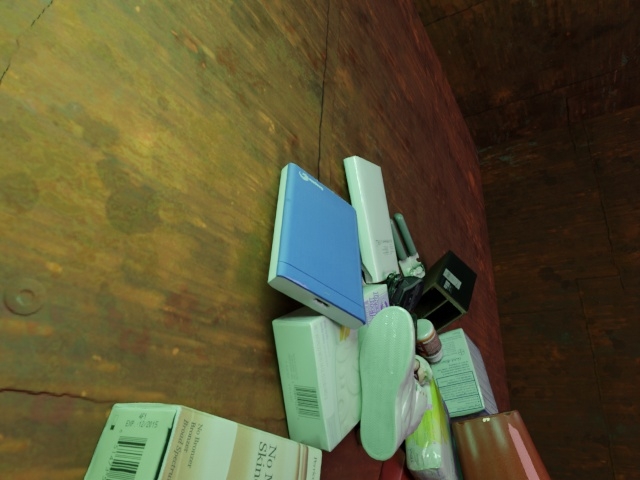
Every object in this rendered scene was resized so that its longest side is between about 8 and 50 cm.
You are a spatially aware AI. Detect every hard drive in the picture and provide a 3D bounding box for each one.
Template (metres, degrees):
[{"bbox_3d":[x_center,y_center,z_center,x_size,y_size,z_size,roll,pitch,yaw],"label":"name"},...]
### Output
[{"bbox_3d":[0.000,0.000,0.816,0.210,0.040,0.318,33,37,-28],"label":"hard drive"},{"bbox_3d":[0.159,-0.059,1.203,0.233,0.047,0.352,-3,83,-64],"label":"hard drive"}]

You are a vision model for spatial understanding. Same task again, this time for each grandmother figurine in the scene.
[{"bbox_3d":[0.214,0.398,1.068,0.342,0.104,0.207,-17,135,-58],"label":"grandmother figurine"}]

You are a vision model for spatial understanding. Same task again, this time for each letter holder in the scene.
[{"bbox_3d":[0.454,0.206,1.546,0.152,0.214,0.302,44,34,5],"label":"letter holder"}]

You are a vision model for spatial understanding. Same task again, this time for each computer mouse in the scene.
[{"bbox_3d":[0.236,0.164,1.226,0.272,0.072,0.188,-4,112,-56],"label":"computer mouse"}]

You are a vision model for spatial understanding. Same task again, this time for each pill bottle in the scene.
[{"bbox_3d":[0.369,0.350,1.387,0.152,0.086,0.086,59,36,-29],"label":"pill bottle"}]

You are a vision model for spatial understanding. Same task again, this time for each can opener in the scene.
[{"bbox_3d":[0.290,0.031,1.402,0.280,0.074,0.093,63,-1,-27],"label":"can opener"}]

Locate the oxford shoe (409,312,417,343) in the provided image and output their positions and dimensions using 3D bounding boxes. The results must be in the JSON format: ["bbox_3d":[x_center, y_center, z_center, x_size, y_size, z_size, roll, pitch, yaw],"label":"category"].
[{"bbox_3d":[0.253,0.315,1.216,0.227,0.083,0.096,-37,121,-53],"label":"oxford shoe"}]

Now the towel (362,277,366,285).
[{"bbox_3d":[0.066,0.111,1.022,0.197,0.029,0.144,-52,124,-53],"label":"towel"}]

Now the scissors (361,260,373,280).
[{"bbox_3d":[0.053,-0.001,1.016,0.296,0.021,0.109,63,28,-12],"label":"scissors"}]

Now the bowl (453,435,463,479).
[{"bbox_3d":[0.518,0.810,1.401,0.312,0.163,0.311,27,57,-54],"label":"bowl"}]

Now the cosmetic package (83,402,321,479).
[{"bbox_3d":[-0.133,0.321,0.517,0.296,0.129,0.153,44,43,-44],"label":"cosmetic package"}]

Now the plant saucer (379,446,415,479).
[{"bbox_3d":[0.215,0.712,1.046,0.258,0.048,0.259,64,34,-22],"label":"plant saucer"}]

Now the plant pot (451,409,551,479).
[{"bbox_3d":[0.518,0.645,1.155,0.272,0.273,0.264,28,43,-53],"label":"plant pot"}]

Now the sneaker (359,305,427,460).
[{"bbox_3d":[0.161,0.282,0.846,0.169,0.108,0.292,12,85,-57],"label":"sneaker"}]

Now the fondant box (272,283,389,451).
[{"bbox_3d":[0.051,0.241,0.856,0.330,0.096,0.238,-13,95,-57],"label":"fondant box"}]

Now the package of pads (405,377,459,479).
[{"bbox_3d":[0.320,0.563,1.171,0.296,0.101,0.229,-80,147,-52],"label":"package of pads"}]

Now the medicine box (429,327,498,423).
[{"bbox_3d":[0.520,0.512,1.472,0.263,0.149,0.289,44,33,-44],"label":"medicine box"}]
